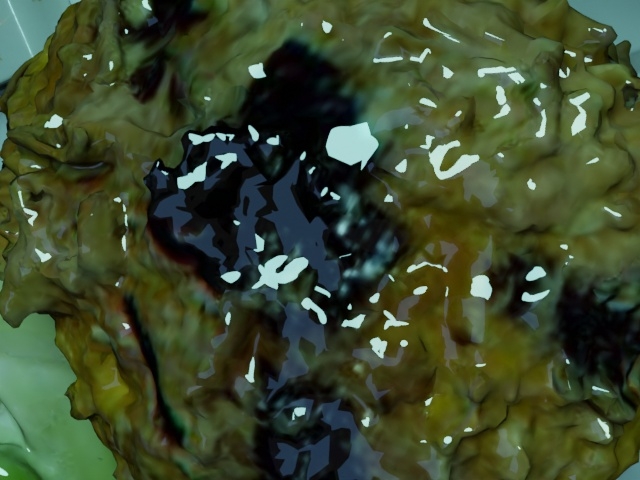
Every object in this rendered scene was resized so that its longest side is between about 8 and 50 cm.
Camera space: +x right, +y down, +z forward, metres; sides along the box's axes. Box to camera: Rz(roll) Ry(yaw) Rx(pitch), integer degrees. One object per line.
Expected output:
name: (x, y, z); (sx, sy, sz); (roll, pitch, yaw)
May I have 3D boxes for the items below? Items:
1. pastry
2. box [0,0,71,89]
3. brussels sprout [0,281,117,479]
pastry: (0.016, 0.000, 0.502); (0.337, 0.292, 0.405); (-39, 80, 23)
box: (-0.303, -0.171, 0.729); (0.233, 0.067, 0.149); (-14, 101, 30)
brussels sprout: (-0.216, 0.157, 0.673); (0.289, 0.281, 0.355); (52, 140, 41)
